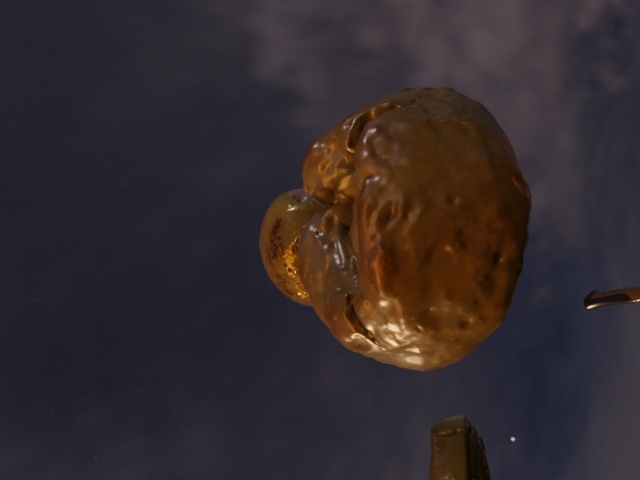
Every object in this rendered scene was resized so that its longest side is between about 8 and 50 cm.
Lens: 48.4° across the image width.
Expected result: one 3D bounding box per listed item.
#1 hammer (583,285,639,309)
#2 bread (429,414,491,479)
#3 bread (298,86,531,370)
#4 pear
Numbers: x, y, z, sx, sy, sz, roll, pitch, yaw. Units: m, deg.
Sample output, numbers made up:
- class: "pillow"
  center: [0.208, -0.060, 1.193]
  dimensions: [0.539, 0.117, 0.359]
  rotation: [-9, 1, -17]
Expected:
- class: "hammer"
  center: [0.392, 0.067, 0.863]
  dimensions: [0.021, 0.201, 0.078]
  rotation: [35, -111, -10]
- class: "bread"
  center: [0.194, 0.315, 0.971]
  dimensions: [0.117, 0.064, 0.156]
  rotation: [45, -143, -44]
- class: "bread"
  center: [0.058, -0.008, 0.577]
  dimensions: [0.134, 0.244, 0.244]
  rotation: [4, -80, -20]
- class: "pear"
  center: [0.000, 0.000, 0.937]
  dimensions: [0.178, 0.178, 0.177]
  rotation: [-14, -69, -39]
